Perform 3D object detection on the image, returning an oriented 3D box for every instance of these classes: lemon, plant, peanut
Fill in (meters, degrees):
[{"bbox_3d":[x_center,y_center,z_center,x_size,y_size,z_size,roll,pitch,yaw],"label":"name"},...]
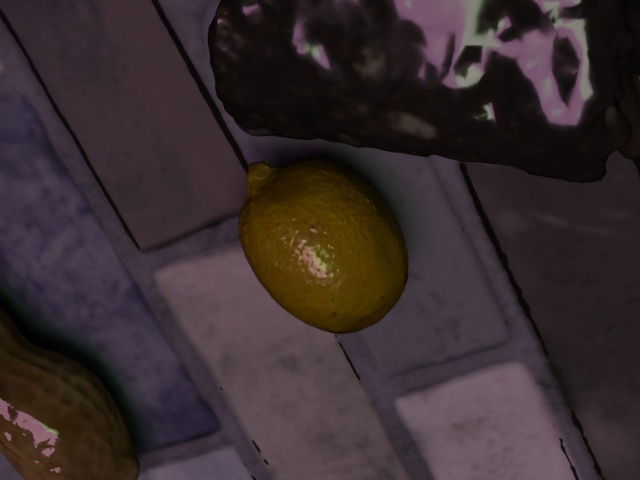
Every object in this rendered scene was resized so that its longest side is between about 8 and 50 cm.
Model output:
[{"bbox_3d":[0.000,0.000,0.616,0.082,0.082,0.110,-30,107,23],"label":"lemon"},{"bbox_3d":[0.119,-0.124,0.474,0.321,0.181,0.194,2,113,7],"label":"plant"},{"bbox_3d":[-0.192,0.098,0.705,0.193,0.089,0.089,40,117,-11],"label":"peanut"}]
